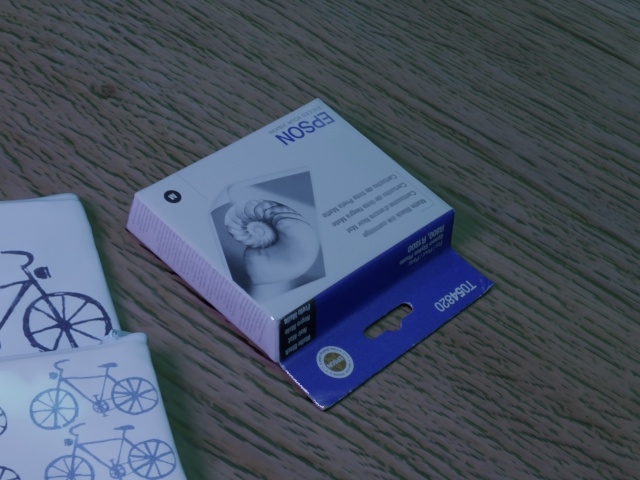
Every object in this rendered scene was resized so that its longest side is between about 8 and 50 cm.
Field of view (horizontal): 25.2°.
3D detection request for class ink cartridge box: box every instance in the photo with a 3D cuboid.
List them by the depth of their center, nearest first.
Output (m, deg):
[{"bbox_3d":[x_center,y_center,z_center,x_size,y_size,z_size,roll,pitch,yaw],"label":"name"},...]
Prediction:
[{"bbox_3d":[0.000,0.000,1.141,0.224,0.045,0.223,41,48,19],"label":"ink cartridge box"}]

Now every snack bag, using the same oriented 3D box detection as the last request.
[{"bbox_3d":[-0.269,0.090,0.964,0.323,0.037,0.342,-4,49,-23],"label":"snack bag"}]
